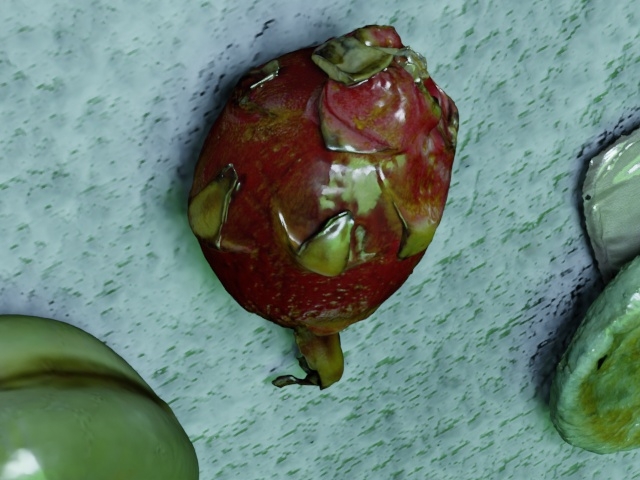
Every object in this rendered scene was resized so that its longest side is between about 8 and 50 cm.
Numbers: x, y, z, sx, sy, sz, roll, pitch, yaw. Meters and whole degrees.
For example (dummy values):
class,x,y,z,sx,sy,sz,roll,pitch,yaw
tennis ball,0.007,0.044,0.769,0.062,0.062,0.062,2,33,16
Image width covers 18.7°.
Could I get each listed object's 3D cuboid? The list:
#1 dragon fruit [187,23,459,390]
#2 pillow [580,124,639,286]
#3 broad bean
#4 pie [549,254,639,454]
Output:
class,x,y,z,sx,sy,sz,roll,pitch,yaw
dragon fruit,0.000,0.000,0.946,0.125,0.125,0.246,2,145,-1
pillow,0.250,-0.057,1.108,0.232,0.038,0.131,-33,137,-5
broad bean,-0.148,0.146,0.959,0.189,0.121,0.263,-15,142,-30
pie,0.210,0.054,1.134,0.187,0.041,0.187,-24,145,-18
